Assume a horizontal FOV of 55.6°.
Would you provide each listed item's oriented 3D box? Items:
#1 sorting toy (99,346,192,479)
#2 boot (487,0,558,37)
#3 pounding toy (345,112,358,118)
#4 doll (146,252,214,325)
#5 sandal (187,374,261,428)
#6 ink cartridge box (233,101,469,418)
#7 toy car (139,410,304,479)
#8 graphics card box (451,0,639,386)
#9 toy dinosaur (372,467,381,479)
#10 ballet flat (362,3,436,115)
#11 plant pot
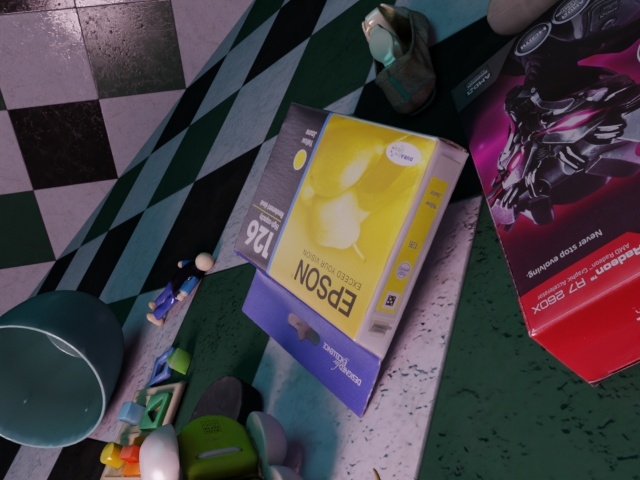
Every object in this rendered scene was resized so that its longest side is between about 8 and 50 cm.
[{"bbox_3d":[-0.316,0.330,1.032,0.196,0.047,0.347,-25,40,45],"label":"sorting toy"},{"bbox_3d":[0.263,-0.313,0.679,0.247,0.161,0.083,-21,87,46],"label":"boot"},{"bbox_3d":[0.013,-0.120,0.941,0.130,0.100,0.141,-11,51,54],"label":"pounding toy"},{"bbox_3d":[-0.288,0.089,1.253,0.189,0.046,0.129,-44,30,22],"label":"doll"},{"bbox_3d":[-0.202,0.368,0.741,0.168,0.107,0.445,-25,39,44],"label":"sandal"},{"bbox_3d":[0.000,0.000,0.738,0.304,0.072,0.307,29,98,52],"label":"ink cartridge box"},{"bbox_3d":[-0.108,0.281,0.657,0.182,0.159,0.136,-124,39,-49],"label":"toy car"},{"bbox_3d":[0.256,-0.091,0.530,0.233,0.094,0.370,-39,31,31],"label":"graphics card box"},{"bbox_3d":[0.096,0.266,0.448,0.212,0.064,0.112,5,45,49],"label":"toy dinosaur"},{"bbox_3d":[0.121,-0.323,0.985,0.107,0.106,0.316,-41,30,26],"label":"ballet flat"},{"bbox_3d":[-0.548,0.239,1.268,0.293,0.293,0.235,-44,14,21],"label":"plant pot"}]
